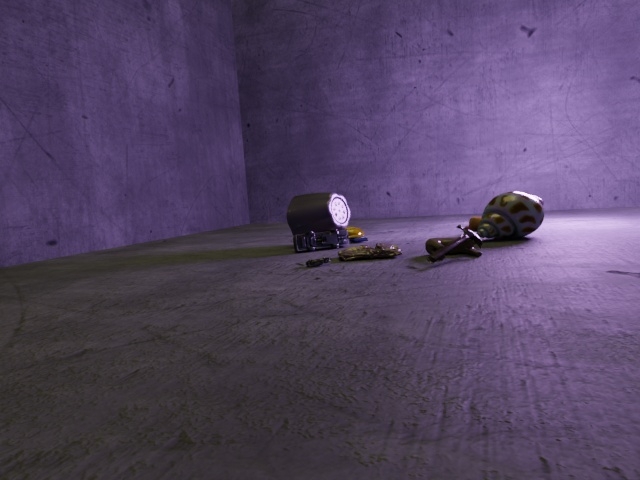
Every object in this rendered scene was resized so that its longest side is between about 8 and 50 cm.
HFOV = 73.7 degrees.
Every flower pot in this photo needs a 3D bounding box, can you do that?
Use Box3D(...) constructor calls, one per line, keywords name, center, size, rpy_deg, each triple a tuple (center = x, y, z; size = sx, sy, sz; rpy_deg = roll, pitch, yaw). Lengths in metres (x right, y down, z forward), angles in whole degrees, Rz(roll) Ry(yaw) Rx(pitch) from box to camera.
Box3D(name="flower pot", center=(0.007, -0.126, 2.132), size=(0.243, 0.265, 0.265), rpy_deg=(-14, -1, 36))

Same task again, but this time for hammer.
Box3D(name="hammer", center=(0.453, 0.018, 1.467), size=(0.297, 0.027, 0.125), rpy_deg=(-22, 50, -41))

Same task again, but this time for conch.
Box3D(name="conch", center=(0.854, -0.102, 1.922), size=(0.367, 0.197, 0.249), rpy_deg=(-8, -32, 0))

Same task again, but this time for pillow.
Box3D(name="pillow", center=(0.190, 0.043, 1.659), size=(0.248, 0.049, 0.135), rpy_deg=(-7, 10, 2))

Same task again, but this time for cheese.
Box3D(name="cheese", center=(0.171, -0.028, 2.250), size=(0.156, 0.064, 0.250), rpy_deg=(-7, 16, -14))

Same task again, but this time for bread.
Box3D(name="bread", center=(0.839, -0.076, 2.160), size=(0.134, 0.085, 0.173), rpy_deg=(-1, 5, 0))

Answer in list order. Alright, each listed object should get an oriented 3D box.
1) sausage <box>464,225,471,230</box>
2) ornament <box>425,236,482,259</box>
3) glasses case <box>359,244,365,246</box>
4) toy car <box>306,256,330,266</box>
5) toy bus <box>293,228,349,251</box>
Box3D(name="sausage", center=(0.850, -0.066, 2.304), size=(0.147, 0.030, 0.035), rpy_deg=(-1, 6, 25))
Box3D(name="ornament", center=(0.510, 0.018, 1.611), size=(0.230, 0.061, 0.245), rpy_deg=(-4, 10, -4))
Box3D(name="glasses case", center=(0.187, 0.032, 1.859), size=(0.033, 0.023, 0.083), rpy_deg=(-2, 5, -9))
Box3D(name="toy car", center=(-0.007, 0.078, 1.546), size=(0.093, 0.025, 0.041), rpy_deg=(-8, 8, -6))
Box3D(name="toy bus", center=(0.000, 0.000, 1.994), size=(0.268, 0.092, 0.106), rpy_deg=(-7, -2, -23))
